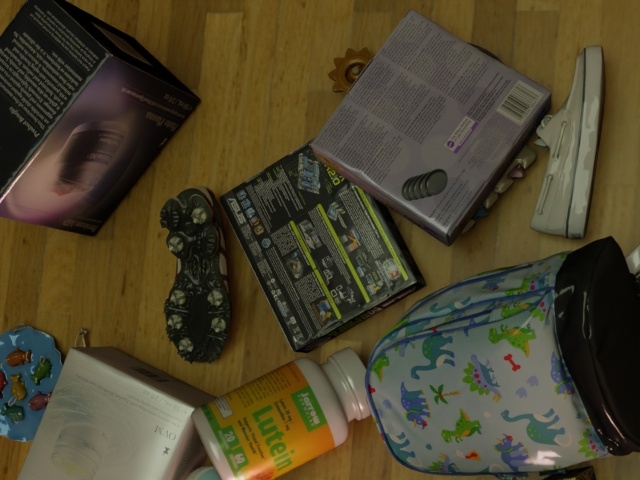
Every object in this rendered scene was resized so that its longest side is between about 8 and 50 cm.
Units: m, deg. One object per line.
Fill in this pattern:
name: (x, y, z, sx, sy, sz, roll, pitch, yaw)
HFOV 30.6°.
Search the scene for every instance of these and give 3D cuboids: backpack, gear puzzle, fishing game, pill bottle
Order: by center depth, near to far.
backpack: (0.231, 0.172, 1.523, 0.355, 0.273, 0.290, -3, 115, 44)
pill bottle: (-0.046, 0.248, 1.648, 0.245, 0.136, 0.136, -26, 74, -11)
gear puzzle: (0.136, -0.159, 1.710, 0.339, 0.044, 0.175, 42, 86, 19)
fishing game: (-0.485, 0.231, 1.894, 0.264, 0.041, 0.189, -14, 81, 18)

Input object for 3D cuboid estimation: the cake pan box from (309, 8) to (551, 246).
cake pan box: (0.157, -0.165, 1.648, 0.245, 0.070, 0.267, 33, 83, 16)

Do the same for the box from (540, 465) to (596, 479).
box: (0.321, 0.330, 1.517, 0.059, 0.169, 0.054, -15, 80, 19)

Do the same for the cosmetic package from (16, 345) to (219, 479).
cosmetic package: (-0.297, 0.305, 1.757, 0.224, 0.138, 0.225, 22, 93, 17)

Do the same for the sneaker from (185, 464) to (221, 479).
sneaker: (-0.079, 0.476, 1.636, 0.150, 0.135, 0.366, -38, 71, 47)

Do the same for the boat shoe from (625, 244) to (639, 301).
boat shoe: (0.493, 0.021, 1.534, 0.301, 0.108, 0.102, -38, 71, 4)

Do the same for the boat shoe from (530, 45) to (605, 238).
boat shoe: (0.340, -0.138, 1.615, 0.088, 0.096, 0.268, 7, 94, 16)

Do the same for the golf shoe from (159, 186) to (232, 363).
golf shoe: (-0.174, 0.052, 1.776, 0.105, 0.120, 0.273, 4, 107, 12)

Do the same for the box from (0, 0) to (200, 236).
box: (-0.383, -0.180, 1.772, 0.182, 0.296, 0.294, 43, 99, 19)

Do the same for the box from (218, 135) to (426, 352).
box: (0.000, 0.000, 1.735, 0.216, 0.060, 0.270, -31, 74, 13)
